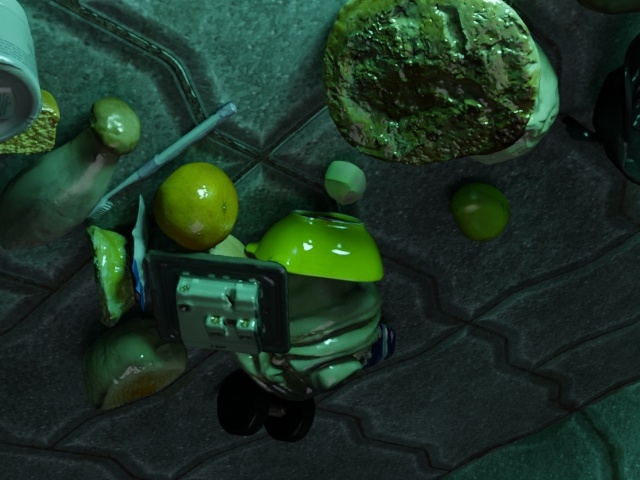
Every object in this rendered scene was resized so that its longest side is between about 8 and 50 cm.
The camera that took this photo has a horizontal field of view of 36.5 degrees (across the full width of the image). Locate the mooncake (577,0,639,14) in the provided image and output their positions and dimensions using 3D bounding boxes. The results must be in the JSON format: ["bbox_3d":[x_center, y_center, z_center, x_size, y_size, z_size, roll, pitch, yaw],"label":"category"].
[{"bbox_3d":[0.460,-0.485,1.412,0.290,0.161,0.290,-12,147,-8],"label":"mooncake"}]

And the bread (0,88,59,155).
[{"bbox_3d":[-0.488,-0.177,1.456,0.187,0.065,0.103,-10,148,-16],"label":"bread"}]

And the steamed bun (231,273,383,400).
[{"bbox_3d":[-0.024,0.209,2.094,0.352,0.247,0.339,-33,144,27],"label":"steamed bun"}]

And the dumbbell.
[{"bbox_3d":[-0.136,0.419,2.427,0.218,0.152,0.152,19,131,-44],"label":"dumbbell"}]

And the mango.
[{"bbox_3d":[0.337,-0.061,2.030,0.117,0.089,0.163,-25,146,8],"label":"mango"}]

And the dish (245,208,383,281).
[{"bbox_3d":[0.000,0.000,1.899,0.262,0.221,0.108,6,99,-22],"label":"dish"}]

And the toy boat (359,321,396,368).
[{"bbox_3d":[0.052,0.278,2.405,0.291,0.070,0.210,-20,143,7],"label":"toy boat"}]

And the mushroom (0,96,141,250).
[{"bbox_3d":[-0.414,-0.094,1.560,0.350,0.128,0.128,-40,142,25],"label":"mushroom"}]

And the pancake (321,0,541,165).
[{"bbox_3d":[0.170,-0.262,1.524,0.356,0.065,0.356,10,131,11],"label":"pancake"}]

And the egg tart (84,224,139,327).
[{"bbox_3d":[-0.373,0.061,1.749,0.078,0.197,0.197,-10,146,-10],"label":"egg tart"}]

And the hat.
[{"bbox_3d":[0.586,-0.272,1.823,0.238,0.209,0.336,-38,130,-9],"label":"hat"}]

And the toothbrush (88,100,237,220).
[{"bbox_3d":[-0.279,-0.131,1.668,0.354,0.024,0.029,-33,150,20],"label":"toothbrush"}]

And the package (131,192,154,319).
[{"bbox_3d":[-0.320,0.030,1.749,0.027,0.173,0.171,3,144,-3],"label":"package"}]

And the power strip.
[{"bbox_3d":[-0.184,0.132,1.745,0.257,0.092,0.251,5,143,5],"label":"power strip"}]

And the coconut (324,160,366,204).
[{"bbox_3d":[0.047,-0.110,1.822,0.083,0.081,0.082,29,145,-7],"label":"coconut"}]

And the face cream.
[{"bbox_3d":[-0.471,-0.233,1.301,0.177,0.153,0.177,-14,148,-9],"label":"face cream"}]

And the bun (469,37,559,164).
[{"bbox_3d":[0.290,-0.237,1.630,0.231,0.231,0.133,-38,177,26],"label":"bun"}]

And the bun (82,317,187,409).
[{"bbox_3d":[-0.406,0.252,2.048,0.244,0.153,0.244,-29,165,-9],"label":"bun"}]

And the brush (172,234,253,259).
[{"bbox_3d":[-0.233,0.072,1.871,0.166,0.174,0.267,-18,140,15],"label":"brush"}]

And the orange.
[{"bbox_3d":[-0.220,-0.060,1.695,0.136,0.159,0.159,4,157,28],"label":"orange"}]
